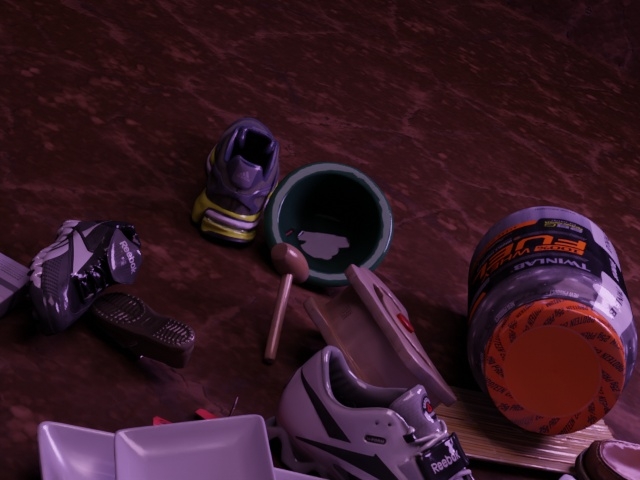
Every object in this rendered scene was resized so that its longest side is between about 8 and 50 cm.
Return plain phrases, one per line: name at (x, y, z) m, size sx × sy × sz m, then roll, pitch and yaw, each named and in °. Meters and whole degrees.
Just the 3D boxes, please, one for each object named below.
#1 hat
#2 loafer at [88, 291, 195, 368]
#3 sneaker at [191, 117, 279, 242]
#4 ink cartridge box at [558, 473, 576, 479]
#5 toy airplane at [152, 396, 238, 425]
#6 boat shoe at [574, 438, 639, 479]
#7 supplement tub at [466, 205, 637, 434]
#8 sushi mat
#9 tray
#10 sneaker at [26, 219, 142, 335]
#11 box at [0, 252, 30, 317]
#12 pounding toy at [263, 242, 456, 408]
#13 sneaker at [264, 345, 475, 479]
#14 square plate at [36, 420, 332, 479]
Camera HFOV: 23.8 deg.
hat at (0.000, 0.000, 2.081) m, size 0.173 × 0.183 × 0.208 m, roll 29°, pitch 64°, yaw 1°
loafer at (-0.199, 0.102, 1.672) m, size 0.148 × 0.050 × 0.056 m, roll 25°, pitch 40°, yaw 35°
sneaker at (-0.095, -0.107, 2.076) m, size 0.111 × 0.121 × 0.300 m, roll 22°, pitch 26°, yaw -9°
ink cartridge box at (0.279, 0.398, 1.396) m, size 0.307 × 0.129 × 0.223 m, roll 35°, pitch 43°, yaw 19°
toy airplane at (-0.106, 0.210, 1.574) m, size 0.151 × 0.028 × 0.151 m, roll 22°, pitch 26°, yaw -11°
boat shoe at (0.458, 0.296, 1.808) m, size 0.307 × 0.104 × 0.110 m, roll 22°, pitch 39°, yaw -9°
supplement tub at (0.287, 0.099, 1.905) m, size 0.207 × 0.207 × 0.338 m, roll 24°, pitch 19°, yaw -3°
sushi mat at (0.243, 0.235, 1.855) m, size 0.316 × 0.019 × 0.151 m, roll 13°, pitch 27°, yaw -25°
tray at (-0.104, 0.253, 1.335) m, size 0.145 × 0.030 × 0.270 m, roll -6°, pitch 33°, yaw -7°
sneaker at (-0.254, 0.030, 1.678) m, size 0.106 × 0.078 × 0.234 m, roll -10°, pitch 21°, yaw 9°
box at (-0.406, 0.047, 1.600) m, size 0.145 × 0.038 × 0.186 m, roll 29°, pitch 27°, yaw 7°
pounding toy at (0.032, 0.128, 1.810) m, size 0.269 × 0.155 × 0.154 m, roll 57°, pitch 10°, yaw 33°
sneaker at (0.097, 0.235, 1.583) m, size 0.330 × 0.146 × 0.122 m, roll 34°, pitch 25°, yaw 13°
square plate at (-0.089, 0.316, 1.364) m, size 0.347 × 0.049 × 0.344 m, roll 15°, pitch 28°, yaw -21°
